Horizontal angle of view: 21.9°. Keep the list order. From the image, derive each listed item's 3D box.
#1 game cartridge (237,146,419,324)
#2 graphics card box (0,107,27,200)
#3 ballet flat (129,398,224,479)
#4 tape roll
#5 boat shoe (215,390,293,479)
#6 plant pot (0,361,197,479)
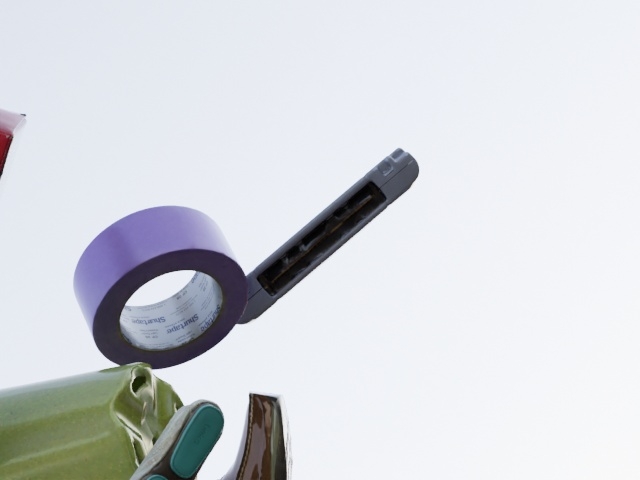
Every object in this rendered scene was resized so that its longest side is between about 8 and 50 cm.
[{"bbox_3d":[0.000,0.000,2.069,0.297,0.062,0.198,-40,-5,-1],"label":"game cartridge"},{"bbox_3d":[-0.449,0.021,1.581,0.094,0.232,0.371,-96,27,-76],"label":"graphics card box"},{"bbox_3d":[-0.142,0.214,1.481,0.057,0.052,0.168,49,-121,-21],"label":"ballet flat"},{"bbox_3d":[-0.183,0.056,1.899,0.189,0.080,0.189,-17,-42,-16],"label":"tape roll"},{"bbox_3d":[-0.100,0.345,2.008,0.122,0.119,0.324,58,-144,-85],"label":"boat shoe"},{"bbox_3d":[-0.272,0.251,1.740,0.253,0.276,0.276,-19,-25,16],"label":"plant pot"}]
